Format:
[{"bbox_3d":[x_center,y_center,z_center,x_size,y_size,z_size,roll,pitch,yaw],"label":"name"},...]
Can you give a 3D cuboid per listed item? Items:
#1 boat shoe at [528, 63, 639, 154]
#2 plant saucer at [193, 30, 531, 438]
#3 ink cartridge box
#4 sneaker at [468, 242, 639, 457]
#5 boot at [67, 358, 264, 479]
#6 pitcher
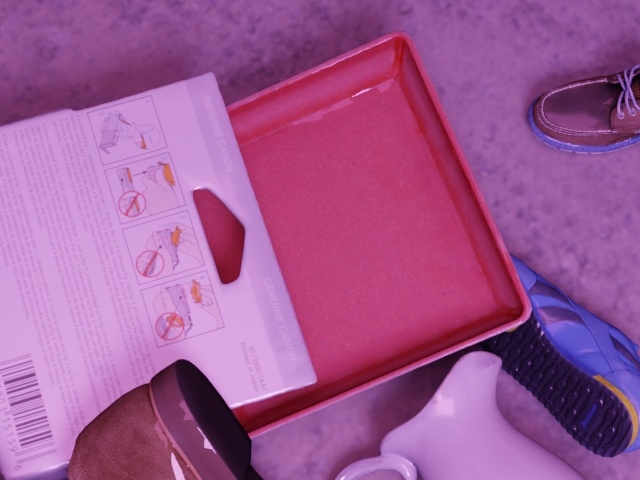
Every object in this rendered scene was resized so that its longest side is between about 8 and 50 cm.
[{"bbox_3d":[0.261,-0.116,1.175,0.183,0.066,0.066,-6,70,-1],"label":"boat shoe"},{"bbox_3d":[0.000,0.000,1.134,0.259,0.048,0.258,-23,71,4],"label":"plant saucer"},{"bbox_3d":[-0.158,0.026,1.111,0.239,0.060,0.275,-16,72,-10],"label":"ink cartridge box"},{"bbox_3d":[0.188,0.078,1.120,0.082,0.069,0.209,-17,55,-42],"label":"sneaker"},{"bbox_3d":[-0.063,0.239,1.025,0.115,0.112,0.305,-32,94,9],"label":"boot"},{"bbox_3d":[0.114,0.212,1.048,0.178,0.125,0.207,-39,62,10],"label":"pitcher"}]
